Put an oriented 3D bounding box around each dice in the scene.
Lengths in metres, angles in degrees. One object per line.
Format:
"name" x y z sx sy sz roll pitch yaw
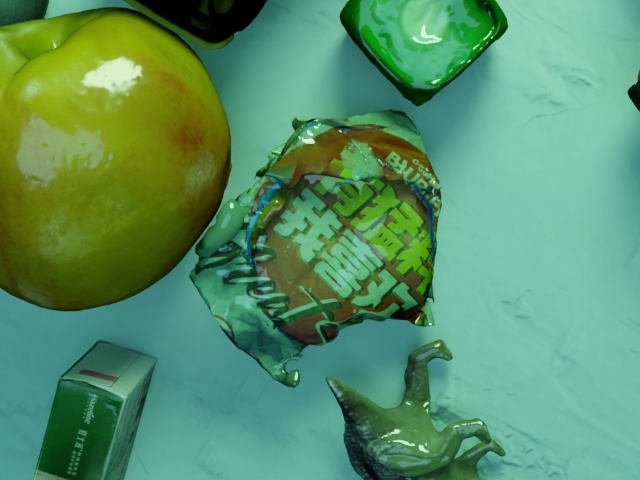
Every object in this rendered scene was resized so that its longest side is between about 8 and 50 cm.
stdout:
"dice" 0.104 -0.221 0.935 0.128 0.120 0.131 -42 93 11

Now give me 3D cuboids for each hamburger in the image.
"hamburger" -0.007 -0.004 0.984 0.276 0.150 0.260 -21 116 -8

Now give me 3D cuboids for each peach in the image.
"peach" -0.225 -0.069 0.903 0.289 0.289 0.308 -5 125 5

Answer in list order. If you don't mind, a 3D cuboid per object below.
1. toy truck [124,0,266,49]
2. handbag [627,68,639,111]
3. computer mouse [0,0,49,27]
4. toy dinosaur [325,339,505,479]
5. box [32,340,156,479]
"toy truck" -0.061 -0.393 0.852 0.181 0.254 0.405 30 103 -19
"handbag" 0.437 -0.129 0.899 0.254 0.181 0.181 37 92 -7
"computer mouse" -0.366 -0.354 0.913 0.167 0.090 0.379 6 118 3
"toy dinosaur" 0.120 0.248 1.041 0.162 0.077 0.294 -27 98 9
"box" -0.258 0.229 1.035 0.081 0.135 0.199 15 100 2
